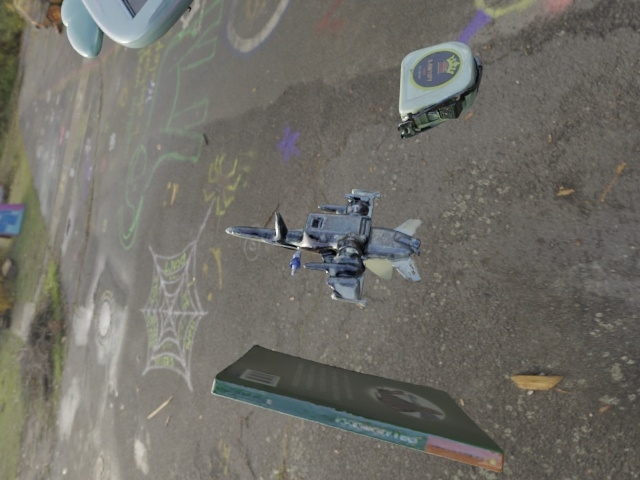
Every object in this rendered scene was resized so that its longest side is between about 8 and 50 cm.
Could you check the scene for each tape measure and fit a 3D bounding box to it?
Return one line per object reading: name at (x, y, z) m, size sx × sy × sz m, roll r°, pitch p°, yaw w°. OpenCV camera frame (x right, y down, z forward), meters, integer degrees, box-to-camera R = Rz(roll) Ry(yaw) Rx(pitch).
tape measure at (0.309, -0.383, 1.044) m, size 0.207 × 0.115 × 0.235 m, roll -3°, pitch 65°, yaw 23°

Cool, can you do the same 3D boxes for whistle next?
whistle at (-0.064, 0.057, 1.075) m, size 0.033 × 0.029 × 0.083 m, roll 120°, pitch 166°, yaw -45°

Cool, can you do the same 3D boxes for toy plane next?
toy plane at (0.001, -0.007, 0.530) m, size 0.088 × 0.262 × 0.192 m, roll 99°, pitch -178°, yaw -51°

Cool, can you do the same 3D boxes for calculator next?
calculator at (-0.203, -0.335, 0.460) m, size 0.299 × 0.041 × 0.185 m, roll -37°, pitch 82°, yaw 24°

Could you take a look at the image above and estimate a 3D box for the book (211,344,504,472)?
book at (0.046, 0.240, 0.624) m, size 0.371 × 0.260 × 0.043 m, roll 14°, pitch 85°, yaw 4°
